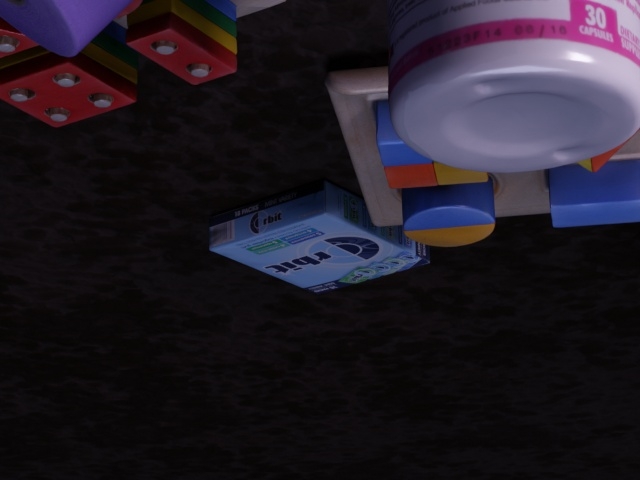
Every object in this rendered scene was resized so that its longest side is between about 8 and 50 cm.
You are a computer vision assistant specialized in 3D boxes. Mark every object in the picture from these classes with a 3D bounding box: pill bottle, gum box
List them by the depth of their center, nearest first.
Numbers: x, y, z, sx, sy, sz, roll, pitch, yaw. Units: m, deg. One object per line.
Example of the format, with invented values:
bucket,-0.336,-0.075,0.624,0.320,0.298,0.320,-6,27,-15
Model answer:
pill bottle,0.120,-0.201,1.228,0.160,0.283,0.160,-1,159,0
gum box,0.000,0.000,2.056,0.157,0.041,0.184,-17,154,34

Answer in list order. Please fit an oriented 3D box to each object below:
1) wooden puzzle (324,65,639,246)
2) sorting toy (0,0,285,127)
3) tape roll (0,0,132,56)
wooden puzzle,0.187,-0.075,1.823,0.322,0.080,0.348,-5,158,9
sorting toy,-0.199,-0.186,1.514,0.257,0.089,0.255,-14,155,30
tape roll,-0.213,-0.239,1.159,0.090,0.275,0.275,-45,160,-10
